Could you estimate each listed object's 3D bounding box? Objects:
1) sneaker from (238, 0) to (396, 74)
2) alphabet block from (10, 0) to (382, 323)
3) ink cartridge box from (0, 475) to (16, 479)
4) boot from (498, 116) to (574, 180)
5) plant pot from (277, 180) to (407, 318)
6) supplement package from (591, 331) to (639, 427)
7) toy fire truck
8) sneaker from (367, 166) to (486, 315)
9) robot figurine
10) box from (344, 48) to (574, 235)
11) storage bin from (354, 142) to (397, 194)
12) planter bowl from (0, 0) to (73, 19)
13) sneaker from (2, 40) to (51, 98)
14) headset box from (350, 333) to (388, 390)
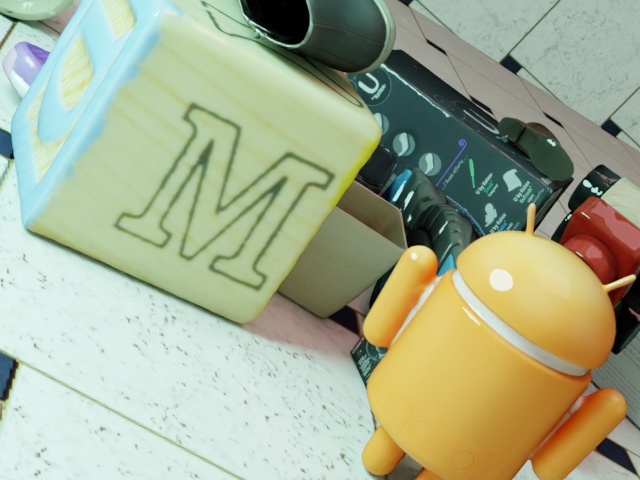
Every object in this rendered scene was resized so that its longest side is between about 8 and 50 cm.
[{"bbox_3d":[-0.044,-0.216,1.038,0.222,0.083,0.118,44,19,24],"label":"sneaker"},{"bbox_3d":[-0.102,-0.086,1.053,0.197,0.193,0.192,27,20,-27],"label":"alphabet block"},{"bbox_3d":[-0.114,0.163,0.571,0.198,0.067,0.115,23,21,-31],"label":"ink cartridge box"},{"bbox_3d":[0.259,-0.103,1.569,0.106,0.037,0.114,45,15,19],"label":"boot"},{"bbox_3d":[0.000,0.000,1.178,0.109,0.096,0.109,33,17,-11],"label":"plant pot"},{"bbox_3d":[0.466,0.097,1.471,0.177,0.293,0.175,14,27,-49],"label":"supplement package"},{"bbox_3d":[0.238,0.086,1.323,0.158,0.217,0.246,41,60,18],"label":"toy fire truck"},{"bbox_3d":[0.126,0.036,1.280,0.140,0.125,0.341,36,18,-14],"label":"sneaker"},{"bbox_3d":[0.120,0.086,0.961,0.128,0.219,0.158,19,22,-41],"label":"robot figurine"},{"bbox_3d":[0.137,-0.092,1.609,0.270,0.143,0.165,38,17,10],"label":"box"},{"bbox_3d":[-0.001,-0.071,1.390,0.122,0.084,0.180,35,16,-1],"label":"storage bin"},{"bbox_3d":[-0.283,-0.286,1.345,0.162,0.162,0.109,25,46,-32],"label":"planter bowl"},{"bbox_3d":[-0.159,-0.126,1.204,0.236,0.104,0.095,24,21,-29],"label":"sneaker"},{"bbox_3d":[0.060,0.090,1.109,0.032,0.062,0.083,28,18,-25],"label":"headset box"}]
